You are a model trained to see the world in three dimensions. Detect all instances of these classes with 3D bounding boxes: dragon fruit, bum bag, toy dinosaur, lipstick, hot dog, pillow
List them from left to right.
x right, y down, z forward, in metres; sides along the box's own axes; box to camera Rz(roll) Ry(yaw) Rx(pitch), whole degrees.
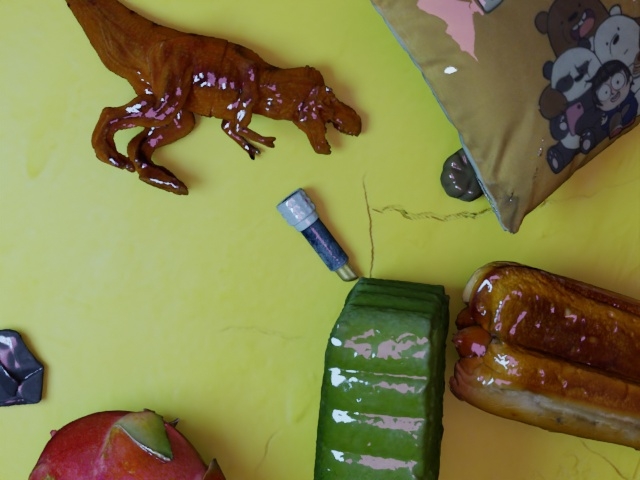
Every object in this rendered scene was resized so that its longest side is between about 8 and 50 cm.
[{"bbox_3d":[-0.391,0.146,1.498,0.198,0.049,0.087,-8,99,-2],"label":"bum bag"},{"bbox_3d":[-0.191,0.281,1.426,0.224,0.227,0.224,-12,130,-14],"label":"dragon fruit"},{"bbox_3d":[-0.172,-0.161,1.463,0.432,0.097,0.208,27,79,-7],"label":"toy dinosaur"},{"bbox_3d":[0.000,0.000,1.510,0.037,0.037,0.116,-36,98,1],"label":"lipstick"},{"bbox_3d":[0.227,-0.210,1.431,0.310,0.119,0.312,-35,107,-13],"label":"pillow"},{"bbox_3d":[0.288,0.131,1.476,0.349,0.117,0.158,16,77,-18],"label":"hot dog"}]

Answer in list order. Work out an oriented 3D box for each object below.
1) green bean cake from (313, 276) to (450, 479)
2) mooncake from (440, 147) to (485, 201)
[{"bbox_3d":[0.067,0.168,1.431,0.125,0.222,0.248,7,100,5],"label":"green bean cake"},{"bbox_3d":[0.162,-0.221,1.497,0.150,0.057,0.347,-18,102,-21],"label":"mooncake"}]
